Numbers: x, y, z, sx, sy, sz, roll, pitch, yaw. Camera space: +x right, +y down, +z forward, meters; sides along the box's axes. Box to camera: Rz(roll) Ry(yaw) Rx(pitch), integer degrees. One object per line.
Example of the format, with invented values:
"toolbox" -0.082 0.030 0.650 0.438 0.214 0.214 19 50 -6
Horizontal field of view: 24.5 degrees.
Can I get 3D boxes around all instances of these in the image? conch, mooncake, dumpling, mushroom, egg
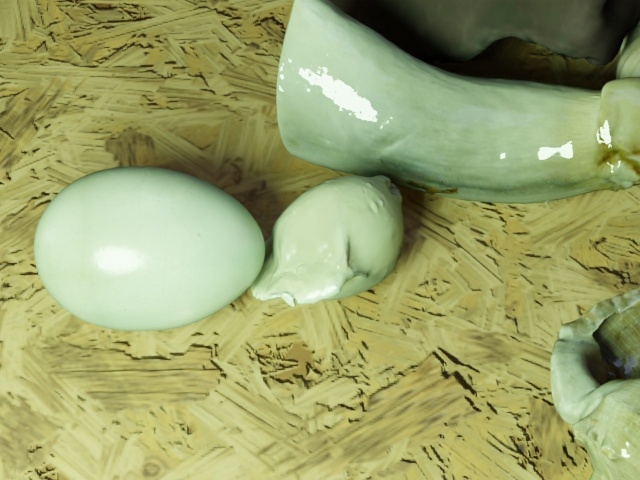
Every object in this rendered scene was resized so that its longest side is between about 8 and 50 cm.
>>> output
"conch" 0.328 0.126 1.238 0.324 0.186 0.263 -34 44 -13
"mooncake" 0.163 -0.345 1.475 0.381 0.351 0.212 20 49 34
"dumpling" 0.002 0.002 1.388 0.155 0.181 0.111 -12 87 23
"mushroom" 0.151 -0.116 1.434 0.397 0.177 0.126 14 45 6
"egg" -0.155 0.008 1.342 0.209 0.151 0.151 1 52 -4

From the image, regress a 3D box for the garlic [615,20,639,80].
"garlic" 0.427 -0.217 1.471 0.245 0.253 0.245 1 43 0
